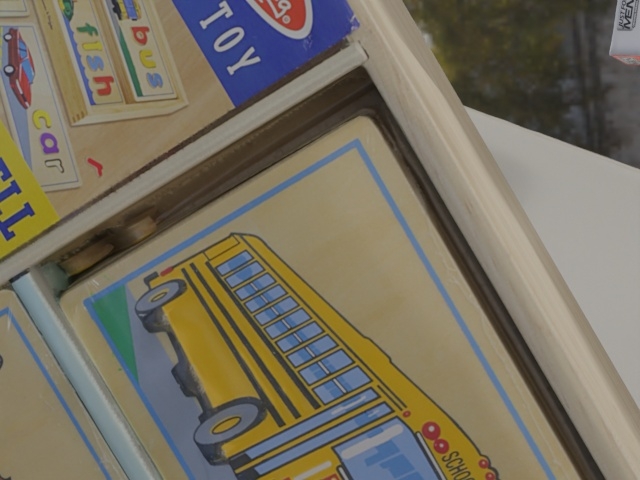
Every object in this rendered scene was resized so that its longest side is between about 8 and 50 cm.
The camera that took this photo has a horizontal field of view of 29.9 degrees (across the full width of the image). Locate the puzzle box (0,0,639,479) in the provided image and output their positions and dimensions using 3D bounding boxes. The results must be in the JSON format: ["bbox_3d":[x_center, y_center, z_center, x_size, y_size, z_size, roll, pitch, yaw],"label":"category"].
[{"bbox_3d":[-0.029,0.095,0.394,0.409,0.272,0.052,59,-161,-3],"label":"puzzle box"}]

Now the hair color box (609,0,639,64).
[{"bbox_3d":[0.304,-0.173,0.937,0.043,0.141,0.072,7,-88,-56],"label":"hair color box"}]

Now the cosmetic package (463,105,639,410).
[{"bbox_3d":[0.195,0.093,0.675,0.230,0.453,0.162,139,146,-66],"label":"cosmetic package"}]
